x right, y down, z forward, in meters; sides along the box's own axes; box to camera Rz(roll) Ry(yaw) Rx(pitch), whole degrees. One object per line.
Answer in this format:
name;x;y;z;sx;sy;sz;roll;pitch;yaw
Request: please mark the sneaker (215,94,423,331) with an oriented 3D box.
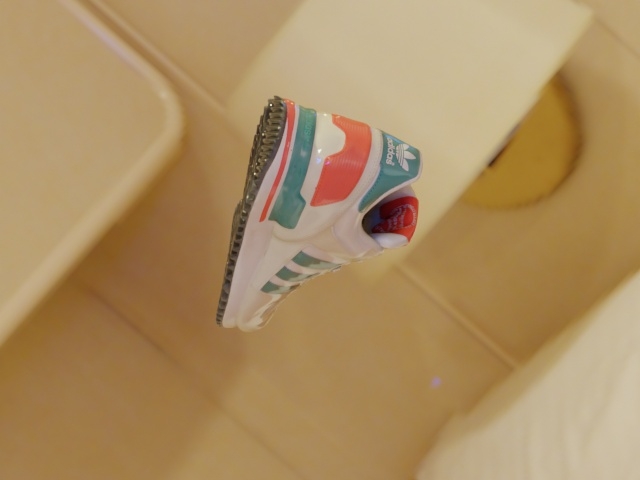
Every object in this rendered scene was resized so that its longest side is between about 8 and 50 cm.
sneaker;0.000;0.000;0.753;0.161;0.075;0.057;109;171;-59
